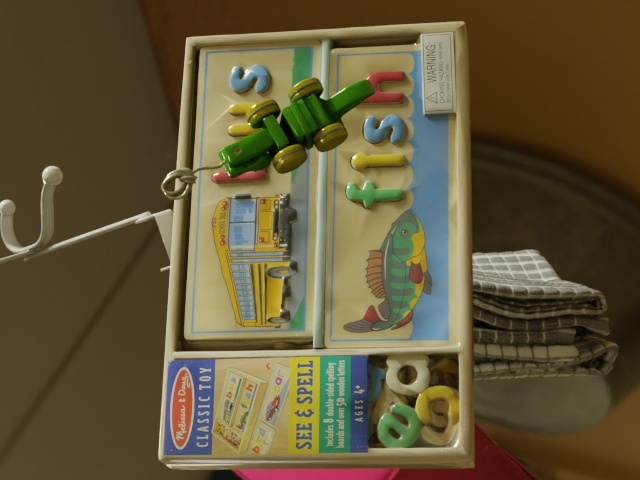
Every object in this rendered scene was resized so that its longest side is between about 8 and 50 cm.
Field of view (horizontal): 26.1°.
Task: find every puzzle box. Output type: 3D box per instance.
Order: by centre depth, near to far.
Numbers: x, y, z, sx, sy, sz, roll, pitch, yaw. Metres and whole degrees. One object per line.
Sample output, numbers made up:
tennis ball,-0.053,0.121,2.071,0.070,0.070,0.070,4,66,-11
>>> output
puzzle box,0.000,0.000,1.237,0.052,0.272,0.409,61,-152,-68

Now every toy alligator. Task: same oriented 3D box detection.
toy alligator,-0.041,-0.078,1.122,0.189,0.056,0.051,-28,-14,-6

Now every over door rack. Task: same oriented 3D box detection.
over door rack,-0.321,0.003,1.352,0.239,0.324,0.108,-22,-74,-40

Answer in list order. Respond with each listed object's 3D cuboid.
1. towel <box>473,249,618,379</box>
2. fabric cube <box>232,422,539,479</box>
towel,0.155,0.078,1.501,0.235,0.283,0.121,-159,69,-78
fabric cube,0.080,0.311,1.848,0.254,0.258,0.259,-51,-50,-7
